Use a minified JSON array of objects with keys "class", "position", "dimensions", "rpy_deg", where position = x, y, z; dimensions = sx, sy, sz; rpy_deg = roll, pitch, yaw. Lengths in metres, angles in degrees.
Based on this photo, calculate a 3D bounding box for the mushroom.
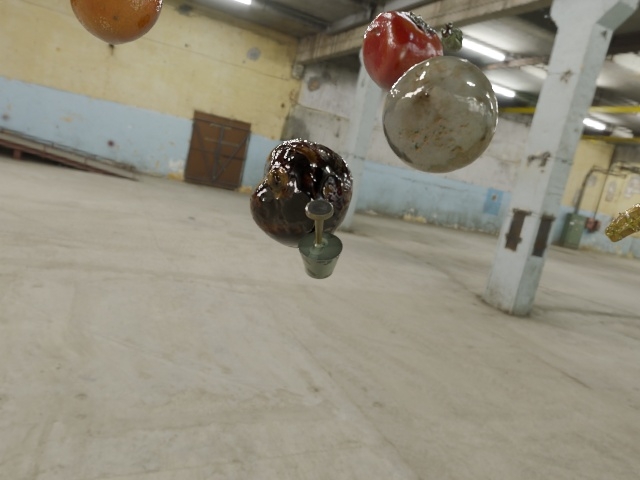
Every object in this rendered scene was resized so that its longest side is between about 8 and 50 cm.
[{"class":"mushroom","position":[0.265,-0.268,1.025],"dimensions":[0.243,0.244,0.243],"rpy_deg":[12,8,-2]}]

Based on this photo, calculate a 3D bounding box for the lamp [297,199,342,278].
[{"class":"lamp","position":[0.000,0.000,1.270],"dimensions":[0.121,0.215,0.121],"rpy_deg":[1,38,-1]}]

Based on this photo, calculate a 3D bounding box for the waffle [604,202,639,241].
[{"class":"waffle","position":[0.622,-0.070,0.864],"dimensions":[0.160,0.046,0.192],"rpy_deg":[-26,-12,-28]}]

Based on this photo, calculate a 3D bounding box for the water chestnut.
[{"class":"water chestnut","position":[-0.038,-0.140,1.463],"dimensions":[0.335,0.336,0.346],"rpy_deg":[18,21,33]}]

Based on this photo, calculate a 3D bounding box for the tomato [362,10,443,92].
[{"class":"tomato","position":[0.323,-0.736,1.895],"dimensions":[0.293,0.290,0.325],"rpy_deg":[-6,52,-37]}]

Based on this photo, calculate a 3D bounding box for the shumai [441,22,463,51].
[{"class":"shumai","position":[0.404,-0.638,1.515],"dimensions":[0.080,0.083,0.082],"rpy_deg":[-17,-12,-39]}]

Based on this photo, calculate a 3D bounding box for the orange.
[{"class":"orange","position":[-0.494,-0.591,1.162],"dimensions":[0.224,0.224,0.170],"rpy_deg":[17,-12,28]}]
